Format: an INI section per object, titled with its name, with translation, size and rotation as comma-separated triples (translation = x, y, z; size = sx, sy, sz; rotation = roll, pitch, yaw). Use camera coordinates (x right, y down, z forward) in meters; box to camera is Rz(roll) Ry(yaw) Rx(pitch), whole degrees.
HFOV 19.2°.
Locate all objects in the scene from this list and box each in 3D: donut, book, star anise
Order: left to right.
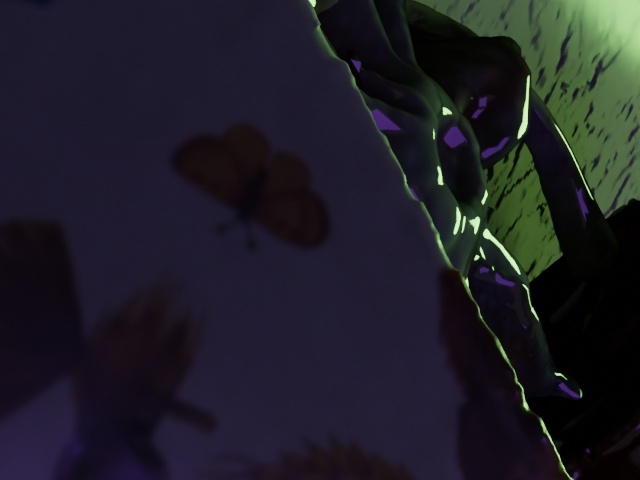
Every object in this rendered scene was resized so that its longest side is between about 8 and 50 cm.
[book]
translation = -0.116, 0.023, 0.445
size = 0.300, 0.039, 0.428
rotation = -36, 105, -23
[star anise]
translation = 0.000, 0.000, 0.662
size = 0.359, 0.139, 0.316
rotation = 53, 42, -36
[donut]
translation = 0.133, 0.068, 0.854
size = 0.089, 0.235, 0.235
rotation = 45, 75, -11
